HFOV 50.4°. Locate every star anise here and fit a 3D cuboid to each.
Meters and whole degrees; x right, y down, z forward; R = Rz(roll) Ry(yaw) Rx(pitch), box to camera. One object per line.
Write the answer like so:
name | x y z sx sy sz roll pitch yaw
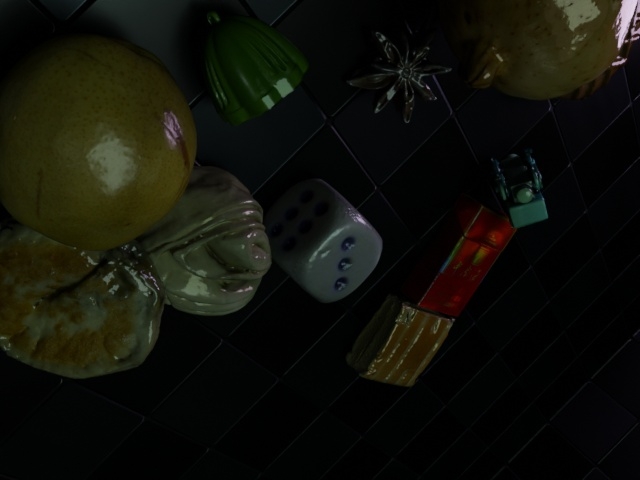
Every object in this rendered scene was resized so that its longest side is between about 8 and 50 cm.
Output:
star anise | 0.168 -0.356 1.372 0.231 0.089 0.209 -42 124 -6

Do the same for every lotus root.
lotus root | -0.136 -0.311 1.138 0.186 0.186 0.186 -20 131 -25

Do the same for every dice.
dice | 0.000 0.000 1.428 0.193 0.194 0.192 -44 136 0

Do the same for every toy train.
toy train | 0.502 -0.128 1.716 0.112 0.203 0.163 -16 119 15

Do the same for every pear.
pear | -0.330 -0.146 1.007 0.314 0.314 0.314 -20 131 -25

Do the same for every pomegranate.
pomegranate | 0.384 -0.435 1.266 0.410 0.410 0.410 -20 131 -25

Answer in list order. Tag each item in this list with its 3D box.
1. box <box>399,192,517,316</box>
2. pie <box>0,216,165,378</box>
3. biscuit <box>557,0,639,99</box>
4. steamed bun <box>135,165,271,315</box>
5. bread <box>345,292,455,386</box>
box | 0.375 0.045 1.824 0.197 0.089 0.313 19 107 -42
pie | -0.433 0.096 1.167 0.339 0.077 0.339 -1 114 -3
biscuit | 0.662 -0.517 1.615 0.268 0.115 0.366 -20 132 -24
steamed bun | -0.213 0.025 1.274 0.276 0.203 0.289 0 122 -35
bread | 0.217 0.271 1.850 0.239 0.111 0.246 22 106 -45
